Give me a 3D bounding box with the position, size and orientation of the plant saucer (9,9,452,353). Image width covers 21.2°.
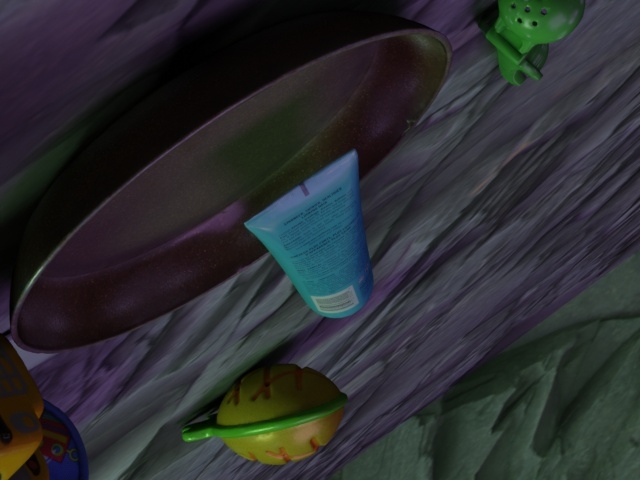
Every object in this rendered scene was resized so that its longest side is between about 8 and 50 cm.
[{"bbox_3d":[-0.060,-0.041,1.018,0.310,0.050,0.310,-33,168,-8],"label":"plant saucer"}]

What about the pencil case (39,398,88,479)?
[{"bbox_3d":[-0.244,0.218,1.312,0.119,0.133,0.306,2,157,-10],"label":"pencil case"}]

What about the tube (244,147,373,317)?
[{"bbox_3d":[0.000,0.000,1.117,0.080,0.052,0.207,-39,162,-6],"label":"tube"}]

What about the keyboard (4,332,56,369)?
[{"bbox_3d":[-0.241,0.094,1.138,0.256,0.014,0.072,-30,161,-22],"label":"keyboard"}]

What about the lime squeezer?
[{"bbox_3d":[0.146,-0.160,1.145,0.110,0.058,0.310,-63,180,-28],"label":"lime squeezer"}]

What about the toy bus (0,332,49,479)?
[{"bbox_3d":[-0.282,0.175,1.054,0.332,0.108,0.130,-44,160,25],"label":"toy bus"}]

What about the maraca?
[{"bbox_3d":[-0.057,0.178,1.733,0.185,0.099,0.127,-12,-179,37],"label":"maraca"}]
